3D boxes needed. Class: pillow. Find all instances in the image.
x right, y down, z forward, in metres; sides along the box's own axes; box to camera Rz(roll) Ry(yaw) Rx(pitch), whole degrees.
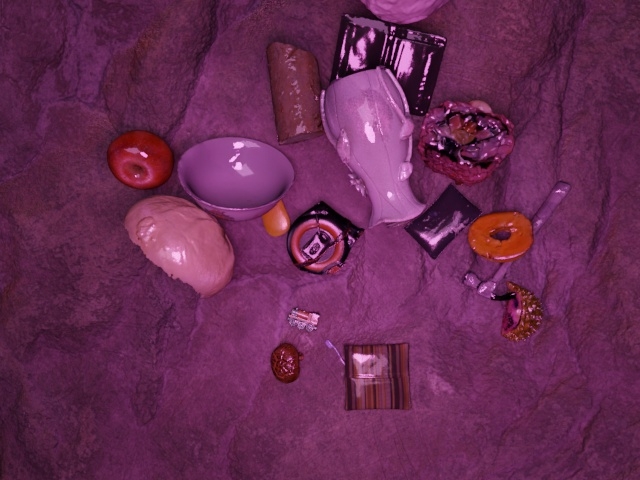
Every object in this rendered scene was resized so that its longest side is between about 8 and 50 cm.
[{"bbox_3d":[0.179,0.431,1.321,0.212,0.052,0.208,-2,89,2],"label":"pillow"},{"bbox_3d":[0.379,-0.059,1.296,0.208,0.055,0.141,-44,79,5],"label":"pillow"}]

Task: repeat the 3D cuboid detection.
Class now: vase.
[{"bbox_3d":[0.167,-0.257,1.228,0.250,0.250,0.444,-18,95,7],"label":"vase"}]

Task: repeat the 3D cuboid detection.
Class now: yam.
[{"bbox_3d":[-0.076,-0.455,1.301,0.168,0.168,0.303,-6,90,7],"label":"yam"}]

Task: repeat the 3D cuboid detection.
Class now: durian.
[{"bbox_3d":[0.611,0.224,1.240,0.119,0.108,0.186,7,91,8],"label":"durian"}]

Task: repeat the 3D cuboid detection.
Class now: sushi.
[{"bbox_3d":[0.423,-0.304,1.233,0.270,0.171,0.236,32,94,11],"label":"sushi"}]

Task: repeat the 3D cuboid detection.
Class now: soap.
[{"bbox_3d":[-0.157,-0.096,1.375,0.089,0.033,0.168,-22,86,7],"label":"soap"}]

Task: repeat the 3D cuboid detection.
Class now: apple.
[{"bbox_3d":[-0.575,-0.262,1.348,0.201,0.201,0.162,-16,44,7],"label":"apple"}]

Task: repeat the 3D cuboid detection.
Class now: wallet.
[{"bbox_3d":[0.199,-0.530,1.277,0.323,0.041,0.246,12,117,1],"label":"wallet"}]

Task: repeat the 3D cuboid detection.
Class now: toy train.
[{"bbox_3d":[-0.056,0.255,1.359,0.103,0.044,0.064,17,89,5],"label":"toy train"}]

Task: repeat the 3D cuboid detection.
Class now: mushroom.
[{"bbox_3d":[-0.111,0.394,1.344,0.109,0.085,0.126,-12,84,8],"label":"mushroom"}]

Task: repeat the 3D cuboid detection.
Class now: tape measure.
[{"bbox_3d":[0.000,0.000,1.305,0.202,0.135,0.222,37,100,-3],"label":"tape measure"}]

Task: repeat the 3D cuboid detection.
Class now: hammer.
[{"bbox_3d":[0.606,-0.006,1.260,0.152,0.044,0.426,33,87,36],"label":"hammer"}]

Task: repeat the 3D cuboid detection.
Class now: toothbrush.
[{"bbox_3d":[0.078,0.402,1.356,0.019,0.013,0.193,-38,85,12],"label":"toothbrush"}]

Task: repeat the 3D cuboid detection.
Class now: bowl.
[{"bbox_3d":[-0.259,-0.162,1.299,0.346,0.345,0.157,22,137,7],"label":"bowl"}]

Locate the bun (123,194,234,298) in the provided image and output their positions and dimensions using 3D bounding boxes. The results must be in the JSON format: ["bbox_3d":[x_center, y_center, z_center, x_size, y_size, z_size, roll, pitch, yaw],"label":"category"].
[{"bbox_3d":[-0.399,-0.004,1.265,0.364,0.364,0.202,41,83,5],"label":"bun"}]

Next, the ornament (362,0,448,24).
[{"bbox_3d":[0.247,-0.784,1.177,0.338,0.337,0.336,0,90,7],"label":"ornament"}]

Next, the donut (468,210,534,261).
[{"bbox_3d":[0.534,-0.006,1.240,0.179,0.065,0.162,1,64,31],"label":"donut"}]
